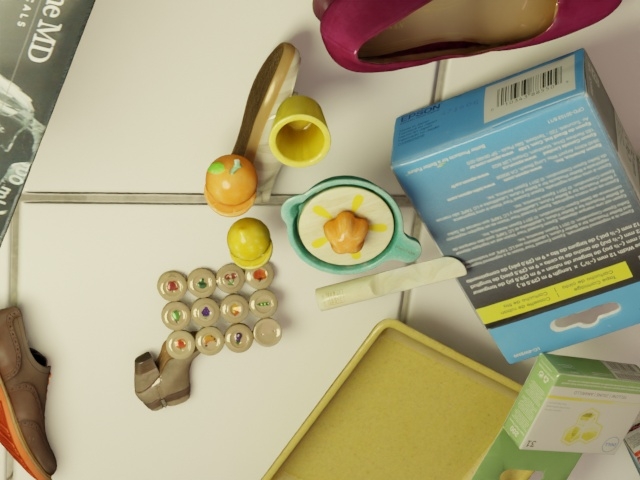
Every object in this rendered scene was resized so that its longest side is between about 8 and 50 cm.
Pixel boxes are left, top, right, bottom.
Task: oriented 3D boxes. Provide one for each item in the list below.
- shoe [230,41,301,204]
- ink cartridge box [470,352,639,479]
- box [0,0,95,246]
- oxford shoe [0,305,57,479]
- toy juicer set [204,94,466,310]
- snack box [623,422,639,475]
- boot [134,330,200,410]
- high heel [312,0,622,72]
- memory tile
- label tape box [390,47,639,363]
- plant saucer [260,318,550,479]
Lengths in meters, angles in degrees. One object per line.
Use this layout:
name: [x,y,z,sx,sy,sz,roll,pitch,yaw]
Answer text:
shoe: [-0.059,-0.133,1.765,0.058,0.076,0.219,12,123,-18]
ink cartridge box: [0.311,0.259,1.973,0.171,0.056,0.235,9,117,-32]
box: [-0.473,-0.263,1.413,0.471,0.297,0.480,13,129,-21]
oxford shoe: [-0.363,0.197,1.860,0.098,0.097,0.271,-36,137,-23]
toy juicer set: [0.000,0.000,1.759,0.209,0.089,0.329,-32,121,20]
snack box: [0.555,0.302,2.144,0.207,0.070,0.174,-29,120,1]
boot: [-0.182,0.168,1.920,0.118,0.042,0.087,-19,127,-2]
high heel: [0.184,-0.243,1.698,0.377,0.181,0.127,-9,119,-8]
memory tile: [-0.125,0.087,1.876,0.148,0.012,0.113,-8,96,-10]
label tape box: [0.272,-0.033,1.837,0.249,0.115,0.348,-20,125,21]
plant saucer: [0.115,0.274,2.020,0.332,0.081,0.333,28,108,-24]
